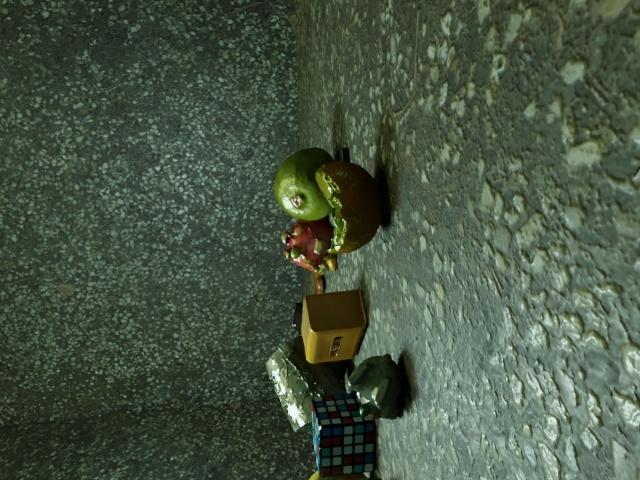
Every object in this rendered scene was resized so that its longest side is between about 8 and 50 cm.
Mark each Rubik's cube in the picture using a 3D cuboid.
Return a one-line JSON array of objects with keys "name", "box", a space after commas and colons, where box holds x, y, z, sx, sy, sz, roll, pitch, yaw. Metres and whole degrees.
[{"name": "Rubik's cube", "box": [0.071, 0.630, 1.467, 0.182, 0.183, 0.187, -125, 31, -77]}]

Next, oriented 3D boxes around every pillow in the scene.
[{"name": "pillow", "box": [0.050, 0.407, 1.896, 0.326, 0.101, 0.228, -110, 16, -60]}]

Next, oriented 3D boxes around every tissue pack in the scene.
[{"name": "tissue pack", "box": [0.039, 0.300, 1.532, 0.275, 0.194, 0.146, 95, 169, -54]}]

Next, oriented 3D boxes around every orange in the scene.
[{"name": "orange", "box": [0.079, -0.087, 1.148, 0.179, 0.158, 0.238, 88, 174, -72]}]

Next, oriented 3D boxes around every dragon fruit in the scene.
[{"name": "dragon fruit", "box": [-0.037, -0.022, 1.855, 0.227, 0.243, 0.307, 43, -162, -36]}]

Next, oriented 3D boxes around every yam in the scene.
[{"name": "yam", "box": [-0.052, 0.556, 1.724, 0.348, 0.240, 0.241, 52, 153, 34]}]

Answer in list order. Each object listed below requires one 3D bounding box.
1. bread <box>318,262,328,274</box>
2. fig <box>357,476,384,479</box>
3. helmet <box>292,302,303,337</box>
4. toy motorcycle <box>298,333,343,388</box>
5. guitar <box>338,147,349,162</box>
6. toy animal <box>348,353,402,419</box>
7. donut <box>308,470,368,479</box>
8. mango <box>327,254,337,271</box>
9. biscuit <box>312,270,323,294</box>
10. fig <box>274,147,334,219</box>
[{"name": "bread", "box": [0.000, 0.001, 2.192, 0.077, 0.084, 0.368, -35, -50, -50]}, {"name": "fig", "box": [0.090, 0.729, 1.159, 0.203, 0.234, 0.204, 180, 90, -80]}, {"name": "helmet", "box": [-0.051, 0.472, 2.455, 0.225, 0.176, 0.306, -93, -7, -61]}, {"name": "toy motorcycle", "box": [0.007, 0.576, 2.002, 0.213, 0.125, 0.359, 47, -172, -33]}, {"name": "guitar", "box": [0.091, -0.213, 1.542, 0.088, 0.025, 0.234, 102, 163, -62]}, {"name": "toy animal", "box": [0.148, 0.385, 1.108, 0.251, 0.126, 0.126, 73, 175, -51]}, {"name": "donut", "box": [0.073, 0.798, 1.453, 0.152, 0.258, 0.101, -72, -1, -57]}, {"name": "mango", "box": [0.051, 0.093, 1.960, 0.060, 0.046, 0.089, 122, 131, -82]}, {"name": "biscuit", "box": [-0.009, 0.255, 2.539, 0.284, 0.043, 0.307, -107, 13, -59]}, {"name": "fig", "box": [-0.041, -0.232, 1.734, 0.327, 0.257, 0.258, -77, -8, -48]}]
